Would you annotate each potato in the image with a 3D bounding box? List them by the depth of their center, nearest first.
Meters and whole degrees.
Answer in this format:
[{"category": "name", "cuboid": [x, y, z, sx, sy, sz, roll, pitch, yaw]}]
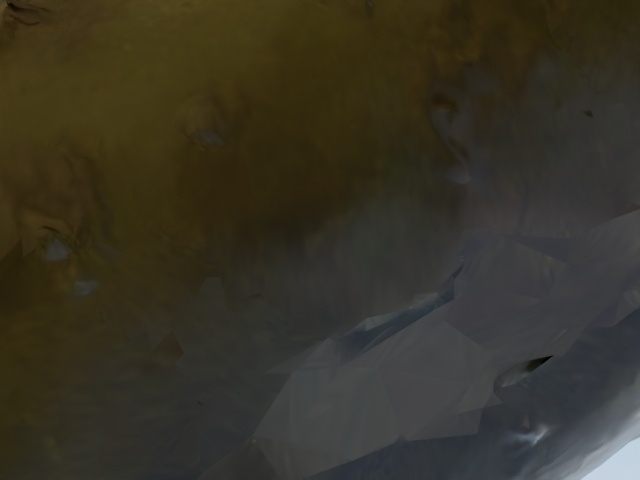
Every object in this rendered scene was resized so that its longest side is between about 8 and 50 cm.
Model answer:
[{"category": "potato", "cuboid": [0.000, 0.000, 0.536, 0.307, 0.210, 0.173, -26, -151, -16]}]
